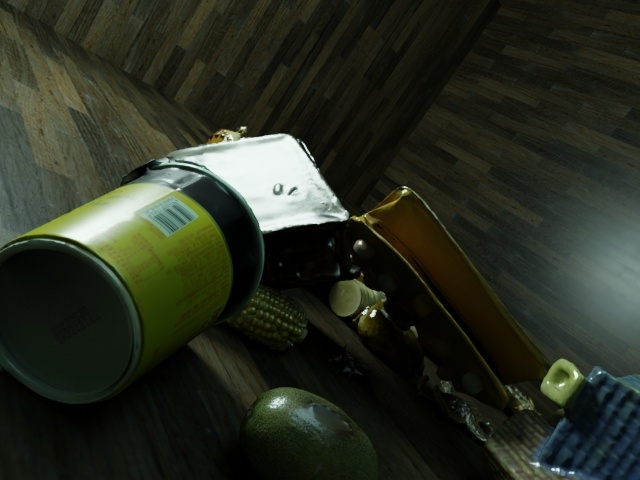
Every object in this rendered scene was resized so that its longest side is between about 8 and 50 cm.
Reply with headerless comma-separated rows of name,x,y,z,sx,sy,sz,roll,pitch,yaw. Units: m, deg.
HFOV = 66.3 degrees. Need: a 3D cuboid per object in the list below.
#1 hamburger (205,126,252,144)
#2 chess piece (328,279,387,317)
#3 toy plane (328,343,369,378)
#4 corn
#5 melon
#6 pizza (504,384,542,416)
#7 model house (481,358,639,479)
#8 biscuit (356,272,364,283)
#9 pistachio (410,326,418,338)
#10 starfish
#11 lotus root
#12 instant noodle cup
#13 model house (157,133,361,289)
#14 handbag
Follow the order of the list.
hamburger,-0.165,-0.122,1.100,0.211,0.261,0.245,8,-7,-36
chess piece,0.106,0.146,1.173,0.090,0.090,0.200,42,11,33
toy plane,0.048,0.210,0.863,0.078,0.031,0.083,18,18,-17
corn,-0.141,0.080,0.727,0.288,0.086,0.086,31,11,-16
melon,-0.007,0.214,0.500,0.162,0.099,0.099,36,10,-14
pizza,0.492,0.400,1.292,0.297,0.071,0.189,46,2,32
model house,0.403,0.321,0.754,0.266,0.321,0.261,31,5,-15
biscuit,0.013,0.062,1.232,0.202,0.044,0.288,19,1,34
pistachio,0.319,0.178,1.306,0.229,0.230,0.309,28,16,-34
starfish,0.278,0.344,0.987,0.209,0.053,0.150,33,22,-35
lotus root,0.161,0.212,1.050,0.190,0.094,0.108,41,46,7
instant noodle cup,-0.187,0.035,0.497,0.215,0.216,0.236,35,18,0
model house,-0.100,0.006,0.856,0.283,0.317,0.297,78,3,-47
handbag,0.191,0.115,0.891,0.401,0.133,0.283,52,-10,5
